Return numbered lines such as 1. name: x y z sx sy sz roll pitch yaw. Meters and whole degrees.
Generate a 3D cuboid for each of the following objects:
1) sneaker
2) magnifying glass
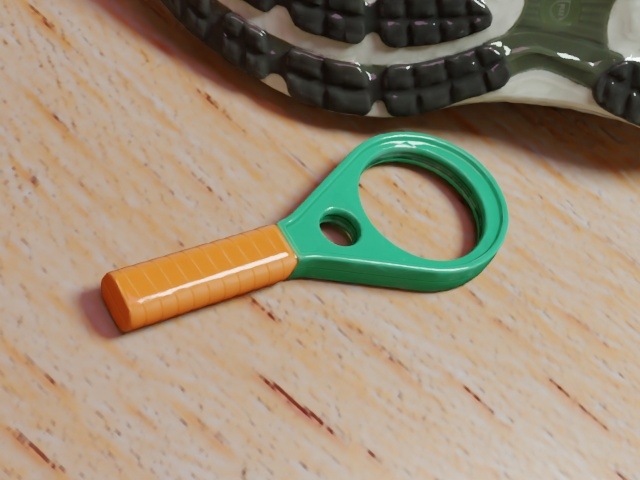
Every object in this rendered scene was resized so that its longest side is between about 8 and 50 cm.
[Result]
1. sneaker: 0.083 -0.160 0.719 0.410 0.158 0.182 10 21 -14
2. magnifying glass: 0.000 0.000 0.606 0.231 0.026 0.092 -16 64 -34
